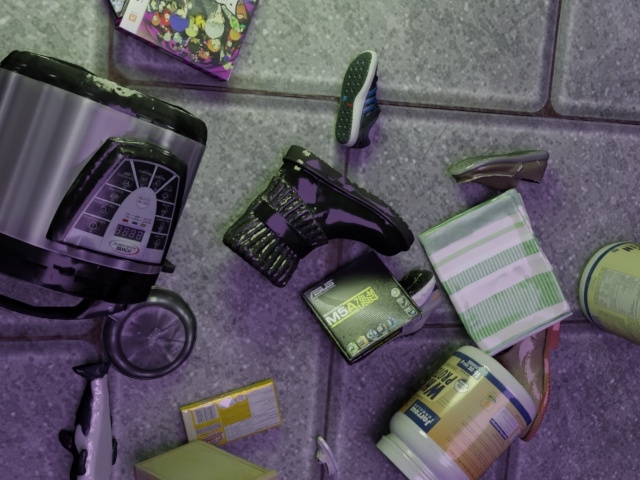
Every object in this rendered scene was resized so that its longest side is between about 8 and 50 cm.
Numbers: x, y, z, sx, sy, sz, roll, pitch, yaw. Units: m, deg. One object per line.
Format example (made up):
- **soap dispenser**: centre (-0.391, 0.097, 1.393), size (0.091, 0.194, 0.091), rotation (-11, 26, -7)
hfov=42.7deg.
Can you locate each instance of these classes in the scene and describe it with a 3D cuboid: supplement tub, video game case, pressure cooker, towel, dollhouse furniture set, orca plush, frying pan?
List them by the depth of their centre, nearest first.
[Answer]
- **pressure cooker**: centre (-0.415, -0.068, 1.393), size (0.369, 0.375, 0.420), rotation (21, 92, 2)
- **video game case**: centre (-0.241, -0.442, 1.538), size (0.232, 0.042, 0.210), rotation (23, 85, -30)
- **orca plush**: centre (-0.473, 0.380, 1.594), size (0.102, 0.151, 0.287), rotation (1, 104, 10)
- **dollhouse furniture set**: centre (-0.208, 0.627, 1.597), size (0.362, 0.256, 0.394), rotation (-13, 102, -41)
- **frying pan**: centre (-0.367, 0.137, 1.620), size (0.197, 0.053, 0.326), rotation (-33, 113, -14)
- **supplement tub**: centre (0.299, 0.416, 1.832), size (0.316, 0.228, 0.228), rotation (-44, 112, -9)
- **towel**: centre (0.403, 0.077, 1.855), size (0.247, 0.038, 0.325), rotation (-28, 98, 0)
- **supplement tub**: centre (0.797, 0.140, 1.923), size (0.235, 0.325, 0.235), rotation (-4, 101, -21)

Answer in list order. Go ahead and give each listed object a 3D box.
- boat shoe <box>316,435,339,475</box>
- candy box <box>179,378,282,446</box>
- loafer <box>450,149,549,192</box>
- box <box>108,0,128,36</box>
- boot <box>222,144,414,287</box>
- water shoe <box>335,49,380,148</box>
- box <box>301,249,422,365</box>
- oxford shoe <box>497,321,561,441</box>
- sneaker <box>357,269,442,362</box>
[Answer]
- **boat shoe**: centre (0.009, 0.485, 1.838), size (0.035, 0.035, 0.100), rotation (-30, 116, -17)
- **candy box**: centre (-0.188, 0.373, 1.742), size (0.205, 0.027, 0.105), rotation (-15, 108, -18)
- **loafer**: centre (0.409, -0.150, 1.842), size (0.251, 0.094, 0.087), rotation (-9, 99, -20)
- **box**: centre (-0.349, -0.460, 1.521), size (0.094, 0.027, 0.137), rotation (-29, 109, -15)
- **boot**: centre (-0.002, 0.000, 1.685), size (0.348, 0.131, 0.260), rotation (34, 80, -13)
- **water shoe**: centre (0.087, -0.293, 1.713), size (0.080, 0.073, 0.203), rotation (8, 102, -44)
- **box**: centre (0.087, 0.140, 1.737), size (0.190, 0.045, 0.184), rotation (-31, 67, -13)
- **oxford shoe**: centre (0.480, 0.305, 1.960), size (0.130, 0.123, 0.348), rotation (7, 94, -3)
- **sneaker**: centre (0.165, 0.186, 1.809), size (0.271, 0.100, 0.108), rotation (-39, 116, -11)
